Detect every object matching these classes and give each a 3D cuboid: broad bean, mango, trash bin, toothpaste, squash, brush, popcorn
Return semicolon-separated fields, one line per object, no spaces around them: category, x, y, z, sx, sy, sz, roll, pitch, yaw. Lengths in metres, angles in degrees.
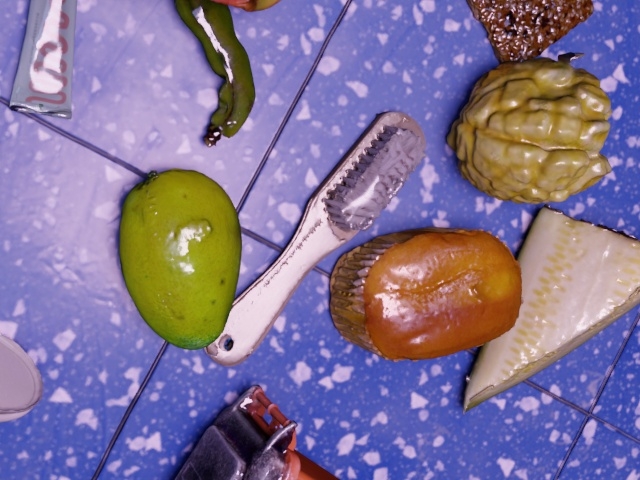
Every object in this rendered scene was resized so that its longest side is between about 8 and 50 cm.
broad bean;-0.103;-0.192;0.828;0.061;0.046;0.195;-15;102;-18
mango;-0.130;0.019;0.815;0.119;0.100;0.178;-10;100;-16
trash bin;-0.021;0.280;0.858;0.239;0.161;0.184;33;86;-26
toothpaste;-0.246;-0.218;0.787;0.056;0.036;0.205;6;98;-22
squash;0.281;0.108;0.950;0.169;0.093;0.252;22;88;26
brush;0.000;0.000;0.875;0.070;0.065;0.327;42;85;-18
popcorn;0.225;-0.117;0.883;0.173;0.173;0.142;-32;111;-11

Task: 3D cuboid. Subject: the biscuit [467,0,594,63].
biscuit;0.197;-0.313;0.917;0.131;0.026;0.237;-37;106;-12

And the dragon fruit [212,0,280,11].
dragon fruit;-0.099;-0.355;0.716;0.290;0.189;0.290;3;82;-19

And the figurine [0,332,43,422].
figurine;-0.388;0.129;0.738;0.250;0.166;0.141;35;106;-24

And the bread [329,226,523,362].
bread;0.114;0.054;0.894;0.190;0.114;0.132;-13;98;-21
